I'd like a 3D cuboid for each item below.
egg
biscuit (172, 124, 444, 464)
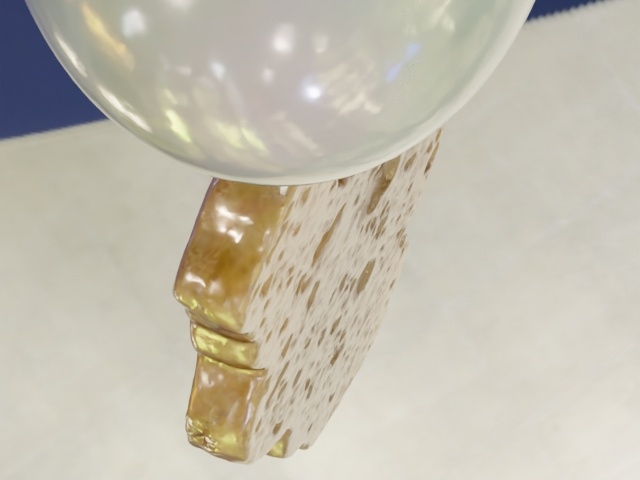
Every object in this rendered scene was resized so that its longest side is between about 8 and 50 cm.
[{"bbox_3d":[-0.007,-0.076,0.343,0.103,0.103,0.135,4,-77,18],"label":"egg"},{"bbox_3d":[-0.003,-0.002,0.757,0.044,0.295,0.186,29,-116,12],"label":"biscuit"}]
